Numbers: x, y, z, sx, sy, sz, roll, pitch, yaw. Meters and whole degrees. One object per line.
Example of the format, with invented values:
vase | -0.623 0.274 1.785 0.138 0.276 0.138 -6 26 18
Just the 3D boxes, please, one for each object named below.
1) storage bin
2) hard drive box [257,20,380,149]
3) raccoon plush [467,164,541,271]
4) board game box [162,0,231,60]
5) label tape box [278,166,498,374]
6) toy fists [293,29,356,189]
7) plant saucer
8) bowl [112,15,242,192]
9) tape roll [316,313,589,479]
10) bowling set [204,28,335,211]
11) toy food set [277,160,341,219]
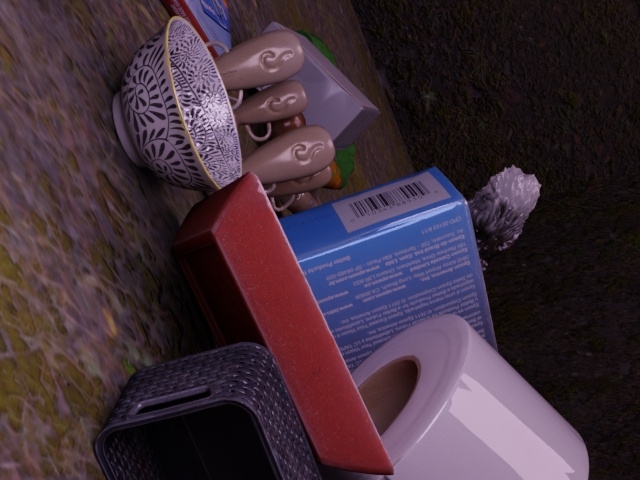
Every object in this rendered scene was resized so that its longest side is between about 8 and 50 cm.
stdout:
storage bin | -0.072 0.180 0.708 0.084 0.122 0.180 -77 150 -67
hard drive box | -0.012 -0.227 1.438 0.181 0.089 0.232 45 11 4
raccoon plush | 0.179 0.156 1.195 0.299 0.446 0.216 48 23 21
board game box | -0.172 -0.326 1.147 0.281 0.027 0.145 57 22 -56
label tape box | 0.064 0.122 1.072 0.115 0.249 0.347 -118 -170 -60
toy fists | -0.005 -0.222 1.650 0.142 0.096 0.279 11 65 -66
plant saucer | -0.052 0.081 0.830 0.258 0.048 0.259 65 -18 -4
bowl | -0.140 -0.113 0.882 0.170 0.080 0.170 -16 90 -78
tape roll | 0.104 0.213 0.906 0.169 0.246 0.246 44 19 -11
bowling set | -0.071 -0.096 1.126 0.200 0.154 0.287 -143 -147 -78
toy food set | 0.000 0.000 1.318 0.104 0.111 0.232 42 31 -69
